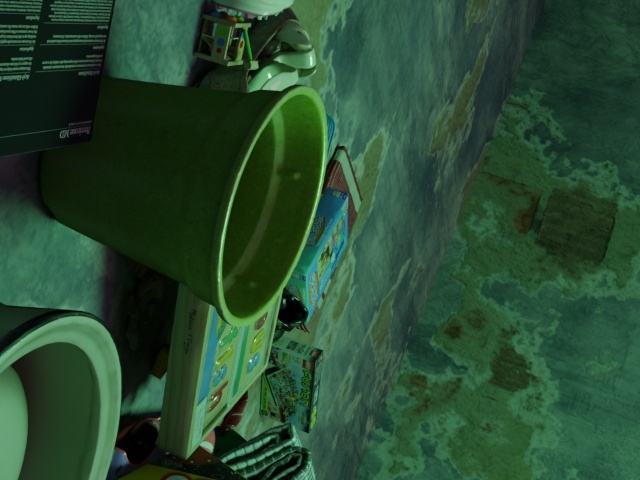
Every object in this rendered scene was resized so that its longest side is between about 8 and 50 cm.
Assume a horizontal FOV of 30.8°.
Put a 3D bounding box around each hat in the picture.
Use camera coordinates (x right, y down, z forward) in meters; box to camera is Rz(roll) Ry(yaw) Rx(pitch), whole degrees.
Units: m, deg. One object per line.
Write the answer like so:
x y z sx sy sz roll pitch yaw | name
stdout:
-0.199 0.341 2.065 0.209 0.183 0.173 5 136 -49 | hat

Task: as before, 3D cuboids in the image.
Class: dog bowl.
-0.367 0.241 1.163 0.408 0.150 0.407 18 90 -75 | dog bowl

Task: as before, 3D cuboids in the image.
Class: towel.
-0.138 0.452 1.976 0.284 0.121 0.235 -27 151 -10 | towel
0.000 0.000 2.344 0.237 0.037 0.329 70 39 -62 | towel

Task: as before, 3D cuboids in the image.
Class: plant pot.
-0.162 -0.069 1.310 0.276 0.254 0.276 16 90 -73 | plant pot

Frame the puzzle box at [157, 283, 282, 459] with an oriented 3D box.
-0.120 0.077 1.632 0.272 0.052 0.408 -47 154 -55 | puzzle box

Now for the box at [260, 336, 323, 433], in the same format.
-0.059 0.284 2.307 0.036 0.114 0.207 -54 155 -48 | box

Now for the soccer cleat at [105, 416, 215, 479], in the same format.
-0.240 0.308 1.739 0.318 0.109 0.116 -27 137 -63 | soccer cleat

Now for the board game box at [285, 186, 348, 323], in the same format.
-0.006 0.028 2.198 0.160 0.047 0.210 90 22 -52 | board game box

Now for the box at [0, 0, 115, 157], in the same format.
-0.295 -0.174 1.034 0.261 0.103 0.184 -26 129 -69 | box

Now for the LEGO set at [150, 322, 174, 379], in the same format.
-0.192 0.151 1.756 0.227 0.087 0.093 -59 175 -39 | LEGO set

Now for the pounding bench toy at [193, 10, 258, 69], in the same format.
-0.117 -0.270 1.559 0.052 0.083 0.065 -28 135 -67 | pounding bench toy

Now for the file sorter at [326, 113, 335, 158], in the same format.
-0.042 -0.154 1.799 0.170 0.105 0.118 -117 -139 -80 | file sorter

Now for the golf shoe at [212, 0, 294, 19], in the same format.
-0.045 -0.414 1.602 0.306 0.115 0.140 -53 152 -52 | golf shoe

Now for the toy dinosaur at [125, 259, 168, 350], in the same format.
-0.228 0.047 1.609 0.211 0.064 0.112 -59 178 -9 | toy dinosaur

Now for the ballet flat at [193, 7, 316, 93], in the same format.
-0.068 -0.249 1.679 0.316 0.106 0.107 -56 141 -46 | ballet flat

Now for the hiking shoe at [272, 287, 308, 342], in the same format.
-0.078 0.140 2.081 0.227 0.114 0.086 71 41 -65 | hiking shoe

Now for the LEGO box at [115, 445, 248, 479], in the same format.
-0.130 0.509 1.444 0.373 0.500 0.193 -21 129 -47 | LEGO box
